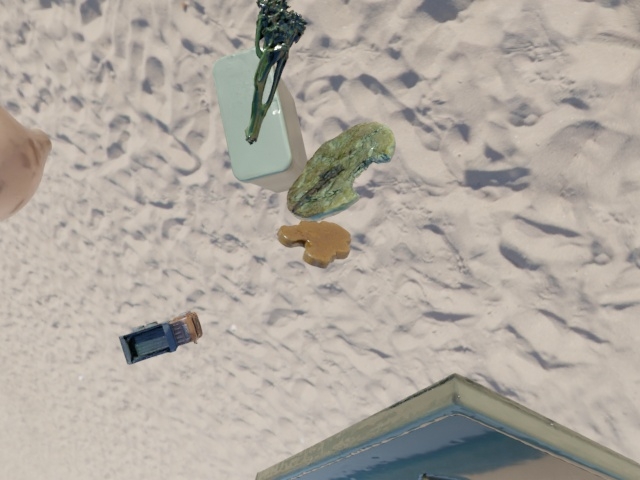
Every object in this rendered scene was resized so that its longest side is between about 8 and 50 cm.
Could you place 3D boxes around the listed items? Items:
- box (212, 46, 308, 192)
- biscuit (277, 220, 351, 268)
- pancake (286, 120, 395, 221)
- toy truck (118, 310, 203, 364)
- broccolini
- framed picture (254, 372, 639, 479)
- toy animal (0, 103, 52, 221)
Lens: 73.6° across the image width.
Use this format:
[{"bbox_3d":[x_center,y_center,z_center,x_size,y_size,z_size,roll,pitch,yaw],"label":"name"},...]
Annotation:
[{"bbox_3d":[-0.162,-0.338,1.310,0.177,0.344,0.352,-13,87,8],"label":"box"},{"bbox_3d":[-0.002,0.003,1.238,0.186,0.295,0.044,39,115,19],"label":"biscuit"},{"bbox_3d":[0.033,-0.131,0.802,0.253,0.254,0.037,-15,131,42],"label":"pancake"},{"bbox_3d":[-0.403,0.245,1.080,0.092,0.192,0.083,166,87,-84],"label":"toy truck"},{"bbox_3d":[-0.071,-0.234,0.605,0.073,0.058,0.201,11,101,-10],"label":"broccolini"},{"bbox_3d":[0.143,0.315,0.540,0.326,0.028,0.446,28,134,-14],"label":"framed picture"},{"bbox_3d":[-0.504,-0.138,0.485,0.326,0.269,0.237,42,115,-10],"label":"toy animal"}]
